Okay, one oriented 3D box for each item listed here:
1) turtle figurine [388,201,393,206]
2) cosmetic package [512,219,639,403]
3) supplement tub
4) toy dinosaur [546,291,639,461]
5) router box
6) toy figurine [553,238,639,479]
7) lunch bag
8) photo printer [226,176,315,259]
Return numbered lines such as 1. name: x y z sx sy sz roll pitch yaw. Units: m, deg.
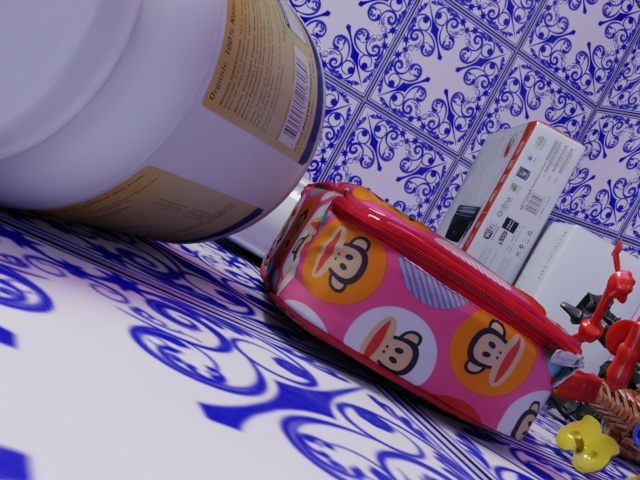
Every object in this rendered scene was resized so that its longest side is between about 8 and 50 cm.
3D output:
1. turtle figurine: 0.045 -0.007 1.403 0.234 0.118 0.175 19 23 -14
2. cosmetic package: 0.331 0.098 1.211 0.138 0.224 0.225 29 2 -5
3. supplement tub: -0.142 -0.123 0.564 0.228 0.228 0.316 29 3 18
4. toy dinosaur: 0.353 0.175 0.973 0.218 0.164 0.322 49 -8 32
5. router box: 0.252 -0.011 1.322 0.082 0.335 0.301 28 2 -3
6. toy figurine: 0.364 0.144 0.613 0.217 0.191 0.362 14 7 -18
7. lunch bag: 0.083 0.060 0.712 0.258 0.120 0.293 33 1 -10
8. photo printer: 0.032 0.015 0.995 0.307 0.107 0.256 29 1 7
